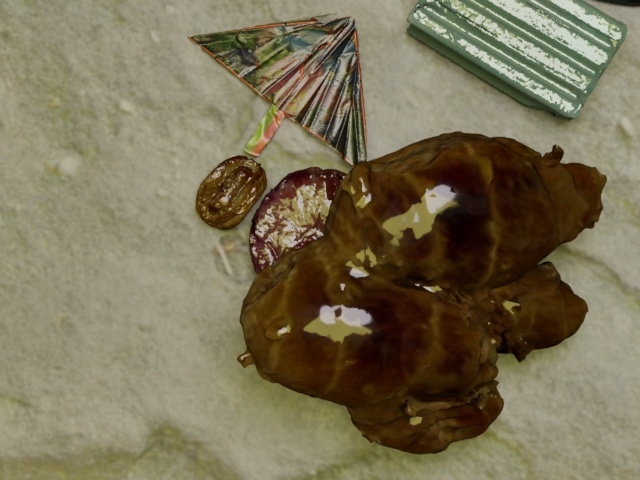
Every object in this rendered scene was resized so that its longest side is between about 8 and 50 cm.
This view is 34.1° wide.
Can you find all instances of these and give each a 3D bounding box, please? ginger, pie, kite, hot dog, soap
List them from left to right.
[{"bbox_3d":[-0.092,-0.050,1.079,0.058,0.035,0.083,38,88,9],"label":"hot dog"},{"bbox_3d":[-0.030,-0.169,1.096,0.241,0.014,0.183,33,87,8],"label":"kite"},{"bbox_3d":[0.000,0.000,1.070,0.155,0.036,0.154,0,85,3],"label":"pie"},{"bbox_3d":[0.113,0.041,0.981,0.274,0.152,0.357,42,85,-6],"label":"ginger"},{"bbox_3d":[0.200,-0.214,1.065,0.198,0.063,0.114,33,89,5],"label":"soap"}]

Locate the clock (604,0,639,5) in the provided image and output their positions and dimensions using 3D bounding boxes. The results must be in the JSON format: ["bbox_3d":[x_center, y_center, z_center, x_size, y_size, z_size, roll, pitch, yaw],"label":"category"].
[{"bbox_3d":[0.337,-0.408,1.074,0.325,0.067,0.324,0,85,2],"label":"clock"}]
